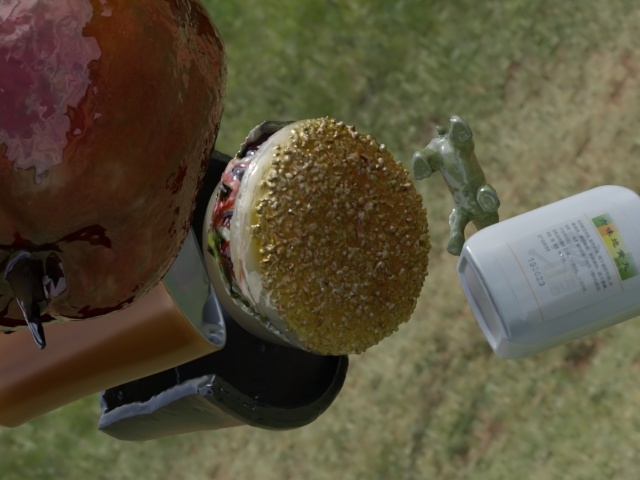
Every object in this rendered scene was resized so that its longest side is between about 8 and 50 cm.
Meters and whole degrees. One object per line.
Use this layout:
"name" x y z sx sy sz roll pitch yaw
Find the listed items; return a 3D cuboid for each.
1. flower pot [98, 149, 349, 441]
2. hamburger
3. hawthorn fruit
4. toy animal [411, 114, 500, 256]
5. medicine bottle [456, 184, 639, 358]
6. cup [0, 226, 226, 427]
"flower pot" -0.170 0.097 2.089 0.251 0.379 0.379 -34 36 32
"hamburger" 0.000 0.000 2.028 0.170 0.302 0.302 -15 51 57
"hawthorn fruit" -0.172 -0.053 1.050 0.254 0.254 0.300 -45 40 27
"toy animal" 0.207 -0.072 2.388 0.103 0.218 0.101 -22 10 19
"medicine bottle" 0.361 0.030 2.291 0.124 0.324 0.179 95 153 -67
"cup" -0.225 0.073 1.707 0.264 0.182 0.226 -28 -4 9
